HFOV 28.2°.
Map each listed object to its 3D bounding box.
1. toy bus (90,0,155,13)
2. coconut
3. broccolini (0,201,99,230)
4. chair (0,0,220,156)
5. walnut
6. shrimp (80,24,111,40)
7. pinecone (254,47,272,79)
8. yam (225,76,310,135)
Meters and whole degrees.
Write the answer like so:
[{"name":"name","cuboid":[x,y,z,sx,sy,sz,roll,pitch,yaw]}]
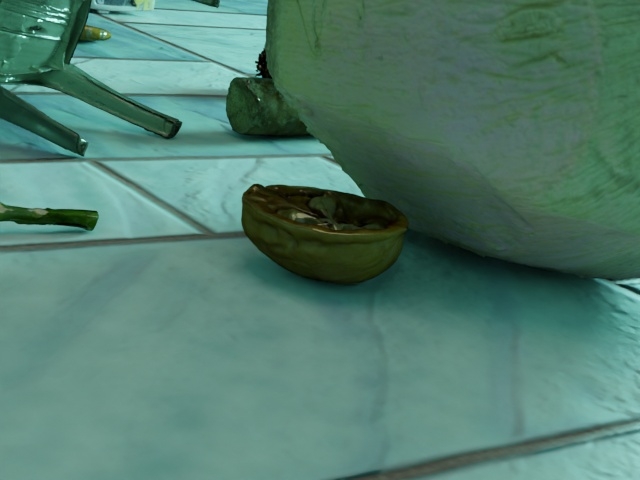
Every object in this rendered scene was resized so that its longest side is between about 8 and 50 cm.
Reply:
[{"name":"toy bus","cuboid":[-0.387,-0.430,1.995,0.138,0.097,0.342,-8,22,-38]},{"name":"coconut","cuboid":[0.194,-0.161,0.903,0.404,0.404,0.404,8,17,-2]},{"name":"broccolini","cuboid":[-0.216,-0.016,0.840,0.140,0.030,0.035,4,-19,-32]},{"name":"chair","cuboid":[-0.248,-0.206,1.165,0.274,0.203,0.190,25,11,22]},{"name":"walnut","cuboid":[0.000,0.000,0.835,0.121,0.052,0.091,17,20,32]},{"name":"shrimp","cuboid":[-0.320,-0.266,1.619,0.108,0.023,0.059,8,7,1]},{"name":"pinecone","cuboid":[-0.032,-0.196,1.437,0.083,0.077,0.077,-8,20,-15]},{"name":"yam","cuboid":[0.023,-0.134,1.289,0.274,0.061,0.061,-5,21,-40]}]
